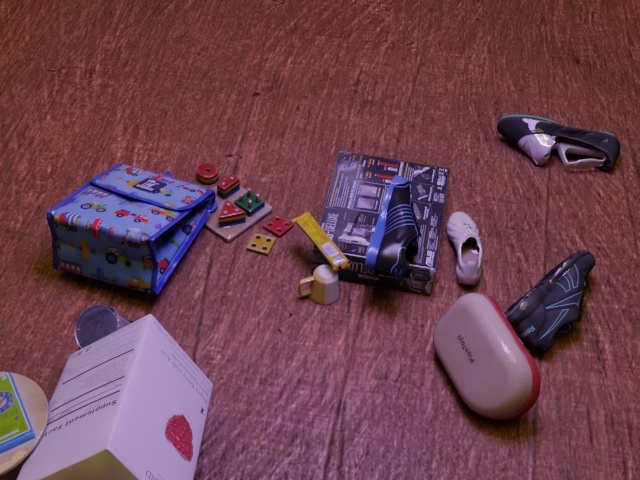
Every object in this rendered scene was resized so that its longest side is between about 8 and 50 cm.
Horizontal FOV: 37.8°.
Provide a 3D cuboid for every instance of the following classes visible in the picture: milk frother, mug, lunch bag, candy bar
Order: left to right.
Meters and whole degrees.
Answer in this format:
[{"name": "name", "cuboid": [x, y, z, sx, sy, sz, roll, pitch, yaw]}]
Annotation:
[{"name": "milk frother", "cuboid": [-0.336, 0.194, 1.594, 0.143, 0.135, 0.129, 15, 77, 14]}, {"name": "lunch bag", "cuboid": [-0.354, -0.048, 1.825, 0.221, 0.138, 0.293, 14, 36, 13]}, {"name": "candy bar", "cuboid": [0.000, 0.000, 1.786, 0.040, 0.018, 0.161, -26, 53, -20]}, {"name": "mug", "cuboid": [0.004, 0.083, 1.778, 0.062, 0.064, 0.078, 33, 53, 24]}]

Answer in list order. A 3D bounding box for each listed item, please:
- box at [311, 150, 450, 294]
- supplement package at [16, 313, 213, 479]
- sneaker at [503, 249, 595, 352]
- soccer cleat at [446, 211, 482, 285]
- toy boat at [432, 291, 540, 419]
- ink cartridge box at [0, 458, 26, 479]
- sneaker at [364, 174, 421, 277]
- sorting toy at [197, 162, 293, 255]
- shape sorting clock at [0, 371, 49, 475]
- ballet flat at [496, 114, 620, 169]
[{"name": "box", "cuboid": [0.128, -0.043, 1.903, 0.243, 0.076, 0.307, 9, 46, 5]}, {"name": "supplement package", "cuboid": [-0.295, 0.288, 1.394, 0.175, 0.177, 0.293, -26, 28, 19]}, {"name": "sneaker", "cuboid": [0.453, 0.114, 1.781, 0.267, 0.101, 0.106, -36, 80, -33]}, {"name": "soccer cleat", "cuboid": [0.294, 0.003, 1.870, 0.068, 0.076, 0.196, 2, 45, -2]}, {"name": "toy boat", "cuboid": [0.313, 0.208, 1.651, 0.151, 0.151, 0.231, 11, 37, -36]}, {"name": "ink cartridge box", "cuboid": [-0.516, 0.360, 1.400, 0.093, 0.160, 0.219, 34, 52, 29]}, {"name": "sneaker", "cuboid": [0.152, -0.024, 1.781, 0.091, 0.081, 0.232, 15, 55, 6]}, {"name": "sorting toy", "cuboid": [-0.184, -0.071, 1.928, 0.274, 0.046, 0.132, 34, 53, 25]}, {"name": "shape sorting clock", "cuboid": [-0.494, 0.271, 1.347, 0.206, 0.040, 0.206, -3, 44, 3]}, {"name": "ballet flat", "cuboid": [0.534, -0.215, 2.097, 0.281, 0.095, 0.096, 9, 58, 5]}]
